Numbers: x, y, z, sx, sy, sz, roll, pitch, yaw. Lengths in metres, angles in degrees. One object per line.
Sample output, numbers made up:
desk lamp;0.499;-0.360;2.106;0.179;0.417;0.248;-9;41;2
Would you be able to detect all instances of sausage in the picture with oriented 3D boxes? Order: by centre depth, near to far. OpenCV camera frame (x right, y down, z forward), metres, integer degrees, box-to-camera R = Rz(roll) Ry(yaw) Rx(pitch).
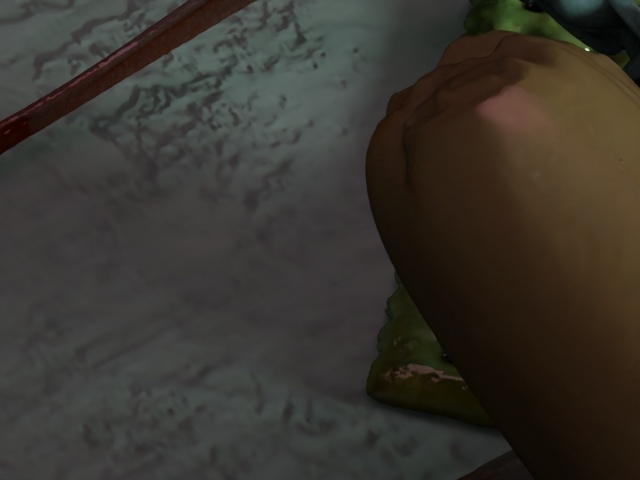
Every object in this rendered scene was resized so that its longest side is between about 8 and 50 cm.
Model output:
sausage;0.114;0.070;0.494;0.086;0.086;0.289;-37;92;-31

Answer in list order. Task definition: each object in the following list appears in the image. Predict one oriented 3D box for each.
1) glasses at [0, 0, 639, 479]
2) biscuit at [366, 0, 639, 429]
glasses;0.000;0.000;0.631;0.268;0.118;0.234;-30;55;-1
biscuit;0.105;-0.022;0.689;0.139;0.016;0.231;12;48;7
